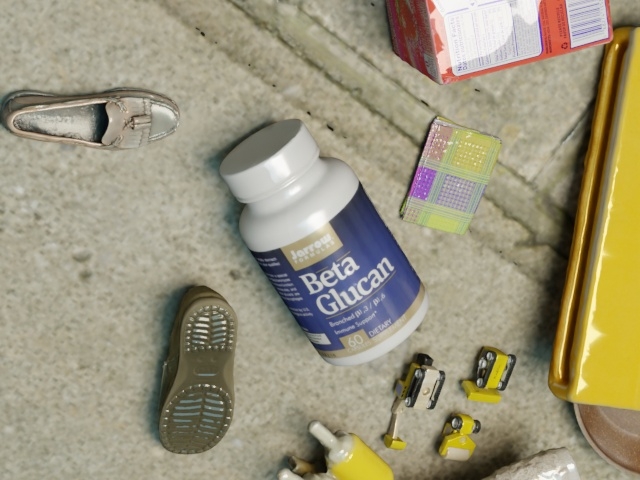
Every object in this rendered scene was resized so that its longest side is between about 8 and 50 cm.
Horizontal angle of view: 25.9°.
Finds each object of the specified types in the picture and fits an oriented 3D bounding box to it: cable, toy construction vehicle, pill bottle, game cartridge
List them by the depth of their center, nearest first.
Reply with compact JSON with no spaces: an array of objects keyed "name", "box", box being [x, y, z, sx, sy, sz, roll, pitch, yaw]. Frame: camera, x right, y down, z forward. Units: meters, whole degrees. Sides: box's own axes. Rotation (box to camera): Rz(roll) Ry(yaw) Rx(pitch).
[{"name":"pill bottle","box":[0.000,0.000,1.003,0.094,0.094,0.169,-34,112,-1]},{"name":"game cartridge","box":[0.350,0.004,1.085,0.323,0.052,0.285,10,91,-19]},{"name":"toy construction vehicle","box":[0.100,0.125,1.105,0.086,0.035,0.098,8,108,-28]},{"name":"cable","box":[0.071,0.245,1.113,0.287,0.072,0.139,27,102,-20]}]

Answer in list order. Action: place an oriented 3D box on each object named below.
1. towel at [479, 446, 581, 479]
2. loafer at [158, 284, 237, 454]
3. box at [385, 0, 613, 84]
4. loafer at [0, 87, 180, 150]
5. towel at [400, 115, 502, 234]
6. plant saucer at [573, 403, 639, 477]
[{"name":"towel","box":[0.134,0.299,1.123,0.187,0.049,0.282,-21,127,-8]},{"name":"loafer","box":[-0.089,0.096,1.039,0.056,0.050,0.148,9,121,-13]},{"name":"box","box":[0.100,-0.249,0.931,0.128,0.122,0.257,-16,110,-8]},{"name":"loafer","box":[-0.158,-0.081,0.967,0.125,0.039,0.045,0,107,-14]},{"name":"towel","box":[0.099,-0.048,1.058,0.060,0.009,0.083,14,104,-18]},{"name":"plant saucer","box":[0.292,0.100,1.139,0.198,0.036,0.198,-4,109,-12]}]
